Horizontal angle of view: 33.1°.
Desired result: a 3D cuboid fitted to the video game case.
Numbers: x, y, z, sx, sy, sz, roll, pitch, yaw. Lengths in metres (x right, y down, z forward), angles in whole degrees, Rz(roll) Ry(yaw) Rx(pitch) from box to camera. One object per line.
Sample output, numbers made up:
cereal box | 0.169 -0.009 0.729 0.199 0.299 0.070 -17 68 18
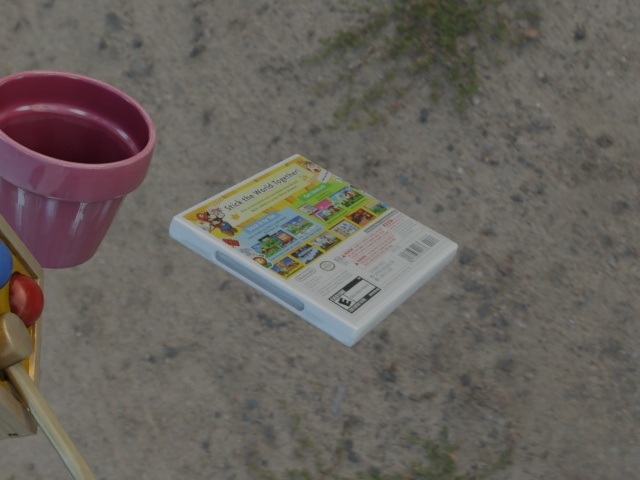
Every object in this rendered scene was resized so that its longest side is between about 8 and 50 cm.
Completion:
video game case | 0.000 0.000 1.047 0.206 0.227 0.026 31 122 18

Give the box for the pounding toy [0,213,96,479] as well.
pounding toy | -0.194 0.062 0.613 0.100 0.130 0.141 -8 62 3

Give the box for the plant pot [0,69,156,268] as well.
plant pot | -0.310 -0.075 1.280 0.201 0.201 0.180 45 132 31
